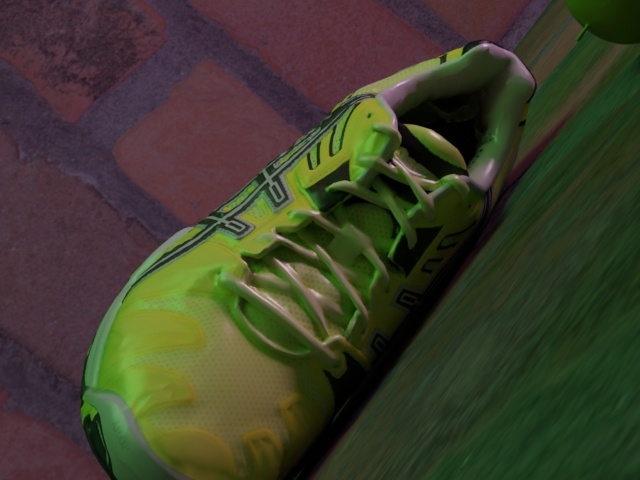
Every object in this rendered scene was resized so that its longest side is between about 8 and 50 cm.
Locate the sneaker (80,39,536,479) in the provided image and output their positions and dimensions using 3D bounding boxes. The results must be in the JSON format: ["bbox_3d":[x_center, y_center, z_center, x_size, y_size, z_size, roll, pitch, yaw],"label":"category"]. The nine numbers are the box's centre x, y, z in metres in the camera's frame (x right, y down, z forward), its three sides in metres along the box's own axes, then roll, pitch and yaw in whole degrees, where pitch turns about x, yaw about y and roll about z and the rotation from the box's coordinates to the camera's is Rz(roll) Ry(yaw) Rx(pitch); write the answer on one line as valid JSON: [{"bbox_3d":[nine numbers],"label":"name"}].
[{"bbox_3d":[0.000,0.000,0.827,0.147,0.145,0.385,-52,1,45],"label":"sneaker"}]

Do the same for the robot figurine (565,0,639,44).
[{"bbox_3d":[0.163,-0.145,0.743,0.115,0.067,0.101,-52,-2,-35],"label":"robot figurine"}]
